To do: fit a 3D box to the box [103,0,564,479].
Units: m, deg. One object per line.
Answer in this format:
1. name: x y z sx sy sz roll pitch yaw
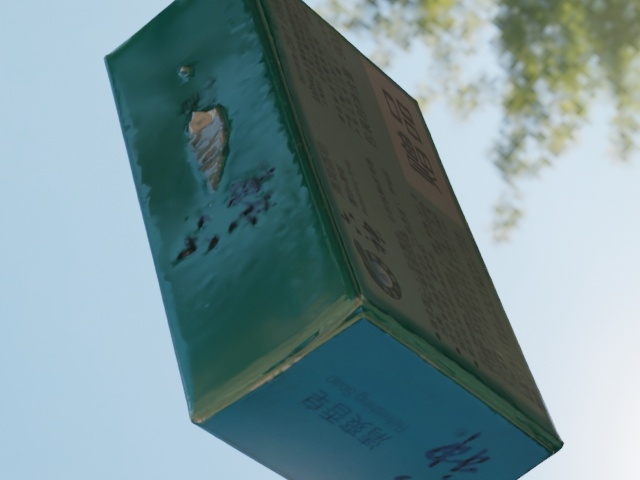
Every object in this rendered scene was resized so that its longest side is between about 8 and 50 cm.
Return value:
1. box: 0.000 0.000 0.833 0.153 0.092 0.245 38 -156 -40
